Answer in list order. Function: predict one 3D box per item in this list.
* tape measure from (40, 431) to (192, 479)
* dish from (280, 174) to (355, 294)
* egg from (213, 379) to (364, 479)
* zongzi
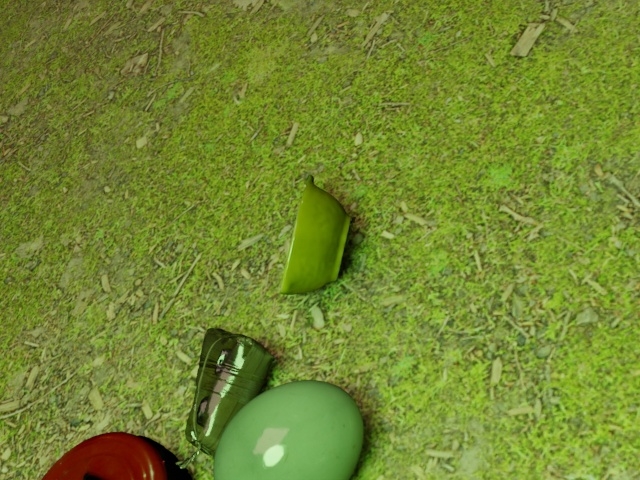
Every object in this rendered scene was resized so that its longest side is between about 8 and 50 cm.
[{"bbox_3d":[-0.281,0.369,1.233,0.253,0.114,0.261,5,60,38],"label":"tape measure"},{"bbox_3d":[0.000,0.000,1.338,0.080,0.149,0.208,14,50,1],"label":"dish"},{"bbox_3d":[-0.036,0.246,1.132,0.192,0.149,0.149,-43,43,-5],"label":"egg"},{"bbox_3d":[-0.153,0.210,1.316,0.178,0.081,0.189,7,69,60],"label":"zongzi"}]
